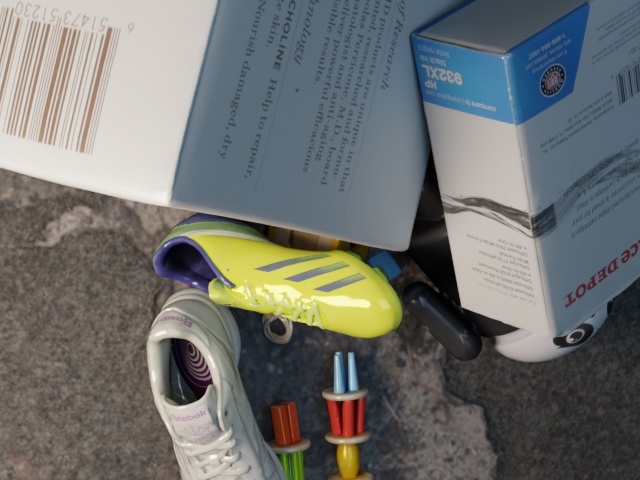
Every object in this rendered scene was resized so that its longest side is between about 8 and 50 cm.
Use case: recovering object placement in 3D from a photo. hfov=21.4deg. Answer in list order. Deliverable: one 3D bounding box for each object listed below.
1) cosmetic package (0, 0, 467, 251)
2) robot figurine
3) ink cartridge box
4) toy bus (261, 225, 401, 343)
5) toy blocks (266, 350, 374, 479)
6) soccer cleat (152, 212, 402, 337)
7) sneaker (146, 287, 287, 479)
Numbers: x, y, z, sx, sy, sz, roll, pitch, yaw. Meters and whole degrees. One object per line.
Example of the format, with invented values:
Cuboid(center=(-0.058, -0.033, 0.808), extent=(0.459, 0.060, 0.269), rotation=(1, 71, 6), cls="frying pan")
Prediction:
Cuboid(center=(-0.109, -0.193, 1.573), extent=(0.394, 0.329, 0.327), rotation=(11, 92, -58), cls="cosmetic package")
Cuboid(center=(0.201, 0.007, 1.851), extent=(0.209, 0.173, 0.278), rotation=(-34, 107, 25), cls="robot figurine")
Cuboid(center=(0.228, -0.096, 1.645), extent=(0.223, 0.129, 0.307), rotation=(-33, 125, -33), cls="ink cartridge box")
Cuboid(center=(0.006, -0.007, 1.824), extent=(0.104, 0.202, 0.191), rotation=(-29, 98, -44), cls="toy bus")
Cuboid(center=(-0.004, 0.201, 1.871), extent=(0.123, 0.054, 0.148), rotation=(-6, 97, -17), cls="toy blocks")
Cuboid(center=(-0.047, 0.048, 1.733), extent=(0.121, 0.289, 0.093), rotation=(-34, 133, -41), cls="soccer cleat")
Cuboid(center=(-0.122, 0.209, 1.779), extent=(0.114, 0.152, 0.305), rotation=(-17, 97, 12), cls="sneaker")
